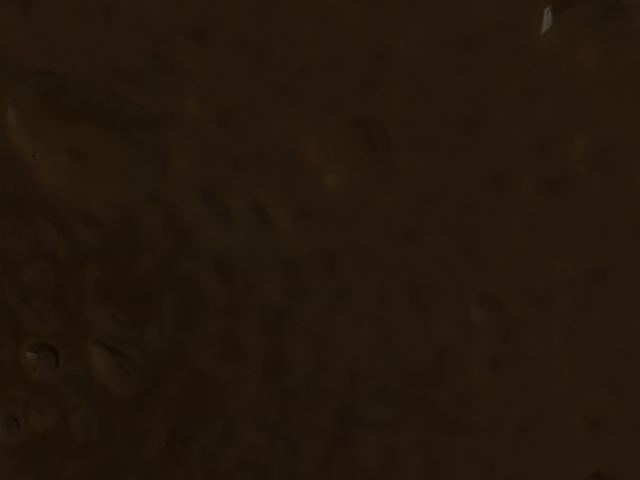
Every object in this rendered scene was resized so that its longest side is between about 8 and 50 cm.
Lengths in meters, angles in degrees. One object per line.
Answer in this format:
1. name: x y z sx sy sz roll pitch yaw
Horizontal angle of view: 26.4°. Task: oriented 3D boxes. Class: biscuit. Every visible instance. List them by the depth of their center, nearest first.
1. biscuit: 0.000 0.000 0.487 0.351 0.057 0.312 45 -80 1
